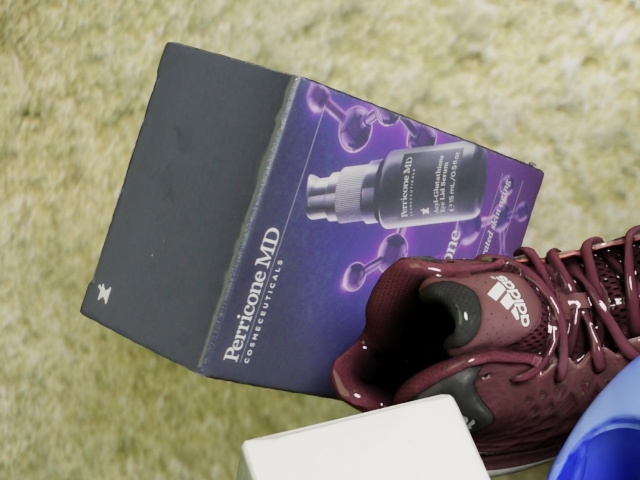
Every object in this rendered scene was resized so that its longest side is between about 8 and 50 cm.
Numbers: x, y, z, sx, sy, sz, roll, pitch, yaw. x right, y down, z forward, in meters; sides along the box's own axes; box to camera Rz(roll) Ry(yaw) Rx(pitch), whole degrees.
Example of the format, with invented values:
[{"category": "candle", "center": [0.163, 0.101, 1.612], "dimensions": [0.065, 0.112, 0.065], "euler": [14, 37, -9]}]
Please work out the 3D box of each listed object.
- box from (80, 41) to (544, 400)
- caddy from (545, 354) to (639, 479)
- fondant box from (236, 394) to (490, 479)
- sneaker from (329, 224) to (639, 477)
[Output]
[{"category": "box", "center": [0.000, 0.000, 0.762], "dimensions": [0.108, 0.207, 0.153], "euler": [21, 95, 45]}, {"category": "caddy", "center": [0.208, 0.188, 0.521], "dimensions": [0.241, 0.179, 0.341], "euler": [-37, 55, 32]}, {"category": "fondant box", "center": [0.029, 0.256, 0.628], "dimensions": [0.330, 0.096, 0.238], "euler": [100, 153, -53]}, {"category": "sneaker", "center": [0.129, 0.036, 0.631], "dimensions": [0.281, 0.162, 0.106], "euler": [-26, 63, 25]}]
